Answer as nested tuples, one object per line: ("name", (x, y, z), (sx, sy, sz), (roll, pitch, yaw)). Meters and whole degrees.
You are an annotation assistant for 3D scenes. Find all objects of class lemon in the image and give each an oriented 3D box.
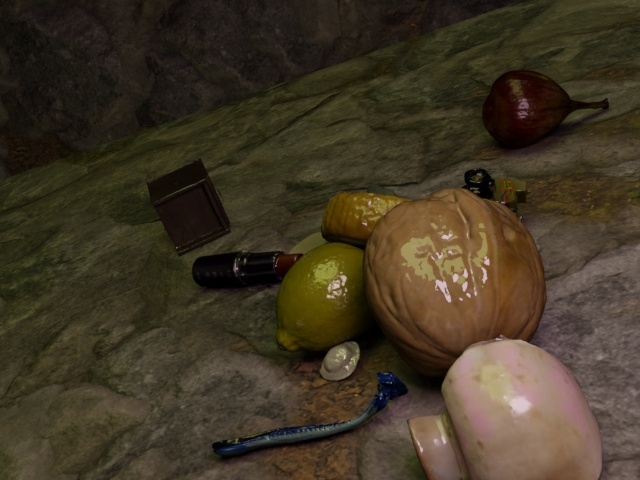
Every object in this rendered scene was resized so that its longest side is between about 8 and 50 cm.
("lemon", (0.014, 0.104, 1.346), (0.248, 0.184, 0.184), (-41, 30, -20))

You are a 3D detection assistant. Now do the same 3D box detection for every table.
("table", (-0.352, -0.096, 2.036), (0.173, 0.169, 0.193), (-25, 25, -6))

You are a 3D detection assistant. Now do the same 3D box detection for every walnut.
("walnut", (0.206, 0.058, 1.173), (0.277, 0.252, 0.312), (-16, 50, 4))

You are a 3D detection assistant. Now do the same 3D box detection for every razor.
("razor", (-0.020, 0.289, 1.168), (0.324, 0.093, 0.056), (-22, 61, 10))

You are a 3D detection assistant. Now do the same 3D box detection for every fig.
("fig", (0.532, -0.340, 1.801), (0.290, 0.190, 0.190), (-26, 26, -6))

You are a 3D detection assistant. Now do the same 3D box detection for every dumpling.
("dumpling", (0.037, 0.209, 1.284), (0.077, 0.043, 0.059), (-25, 47, -13))

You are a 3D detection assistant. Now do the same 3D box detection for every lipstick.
("lipstick", (-0.159, 0.061, 1.680), (0.300, 0.081, 0.081), (-6, 30, 33))

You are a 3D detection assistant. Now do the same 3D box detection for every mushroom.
("mushroom", (0.229, 0.236, 0.936), (0.236, 0.162, 0.173), (-21, 24, 7))

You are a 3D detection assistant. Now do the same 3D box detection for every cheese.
("cheese", (0.000, 0.000, 1.719), (0.097, 0.037, 0.192), (1, 35, 38))

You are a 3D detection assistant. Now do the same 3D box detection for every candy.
("candy", (0.127, -0.015, 1.427), (0.260, 0.260, 0.117), (3, 79, 42))

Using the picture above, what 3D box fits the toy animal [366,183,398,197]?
("toy animal", (0.158, -0.051, 1.679), (0.079, 0.070, 0.252), (-52, 32, 20))

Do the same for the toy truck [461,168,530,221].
("toy truck", (0.325, -0.028, 1.425), (0.127, 0.127, 0.257), (4, 34, 18))
